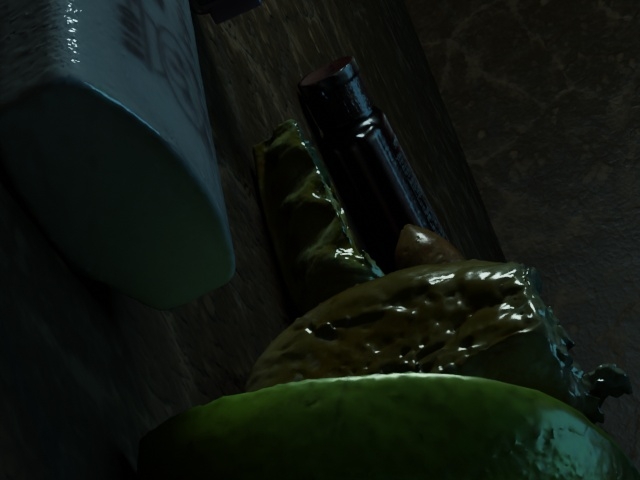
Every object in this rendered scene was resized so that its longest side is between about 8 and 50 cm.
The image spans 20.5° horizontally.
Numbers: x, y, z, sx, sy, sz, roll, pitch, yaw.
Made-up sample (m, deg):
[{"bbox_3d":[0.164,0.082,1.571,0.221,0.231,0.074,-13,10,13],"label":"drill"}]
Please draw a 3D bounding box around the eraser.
[{"bbox_3d":[-0.127,-0.106,1.034,0.174,0.094,0.270,54,14,-40],"label":"eraser"}]

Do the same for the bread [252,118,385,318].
[{"bbox_3d":[0.000,0.000,1.512,0.128,0.088,0.232,69,-2,-50],"label":"bread"}]

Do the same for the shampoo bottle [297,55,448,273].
[{"bbox_3d":[0.076,-0.055,2.052,0.323,0.084,0.129,62,7,-18],"label":"shampoo bottle"}]

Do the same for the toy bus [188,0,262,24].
[{"bbox_3d":[-0.113,-0.288,1.543,0.199,0.096,0.108,54,20,-45],"label":"toy bus"}]

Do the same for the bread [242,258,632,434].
[{"bbox_3d":[0.083,0.119,1.179,0.176,0.246,0.195,-97,164,-56],"label":"bread"}]

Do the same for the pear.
[{"bbox_3d":[0.066,0.194,0.914,0.288,0.239,0.139,59,11,-32],"label":"pear"}]

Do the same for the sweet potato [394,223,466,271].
[{"bbox_3d":[0.164,0.163,1.958,0.109,0.109,0.385,-23,94,-81],"label":"sweet potato"}]
